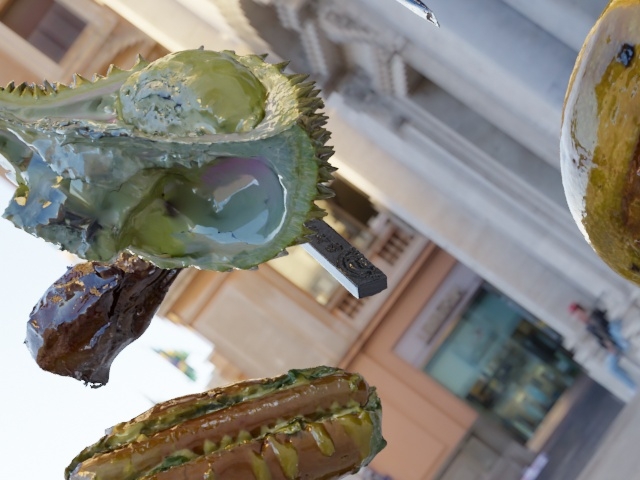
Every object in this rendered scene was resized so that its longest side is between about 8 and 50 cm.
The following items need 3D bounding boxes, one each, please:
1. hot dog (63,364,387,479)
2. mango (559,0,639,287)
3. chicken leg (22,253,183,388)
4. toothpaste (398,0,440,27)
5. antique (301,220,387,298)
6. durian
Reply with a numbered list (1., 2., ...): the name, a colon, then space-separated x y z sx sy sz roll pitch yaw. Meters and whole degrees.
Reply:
1. hot dog: -0.073 0.164 1.069 0.269 0.115 0.072 -20 -43 -24
2. mango: 0.283 -0.079 1.114 0.120 0.177 0.295 -42 -39 -57
3. chicken leg: -0.166 0.026 1.307 0.304 0.093 0.113 -41 -40 19
4. toothpaste: 0.095 -0.306 1.674 0.021 0.140 0.037 -49 -25 -2
5. antique: 0.000 0.000 1.205 0.031 0.192 0.015 -22 -56 -20
6. durian: -0.123 -0.057 0.973 0.166 0.306 0.172 -26 -54 -70
